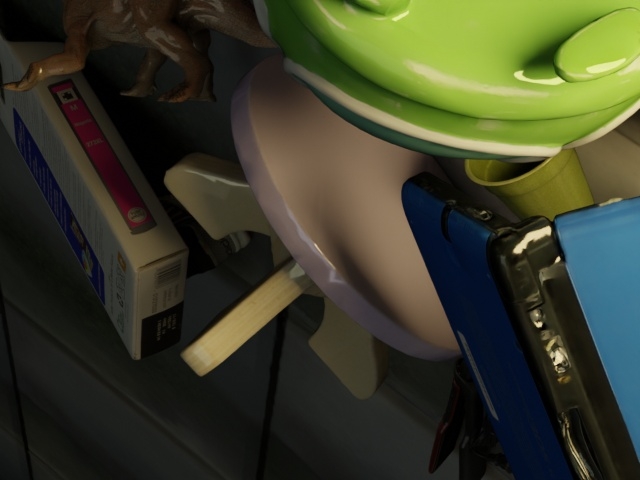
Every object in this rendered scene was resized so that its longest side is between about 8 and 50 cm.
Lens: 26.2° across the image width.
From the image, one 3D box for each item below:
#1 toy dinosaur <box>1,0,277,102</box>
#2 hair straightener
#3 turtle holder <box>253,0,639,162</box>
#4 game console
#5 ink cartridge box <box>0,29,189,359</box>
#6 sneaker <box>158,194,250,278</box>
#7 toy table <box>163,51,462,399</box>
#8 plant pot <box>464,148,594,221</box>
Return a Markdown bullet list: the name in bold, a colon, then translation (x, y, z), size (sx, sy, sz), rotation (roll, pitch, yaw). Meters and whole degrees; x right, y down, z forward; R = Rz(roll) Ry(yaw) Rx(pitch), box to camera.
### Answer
- **toy dinosaur**: translation (-0.153, -0.218, 1.145), size (0.296, 0.127, 0.200), rotation (7, 98, 27)
- **hair straightener**: translation (0.157, 0.173, 1.285), size (0.089, 0.047, 0.230), rotation (34, 144, 21)
- **turtle holder**: translation (0.116, -0.160, 0.783), size (0.227, 0.320, 0.243), rotation (110, 151, -71)
- **game console**: translation (0.208, 0.077, 0.850), size (0.293, 0.173, 0.250), rotation (66, 170, -22)
- **ink cartridge box**: translation (-0.248, -0.070, 1.423), size (0.371, 0.069, 0.175), rotation (55, 155, 25)
- **sneaker**: translation (-0.150, 0.000, 1.431), size (0.170, 0.075, 0.063), rotation (9, 133, 48)
- **toy table**: translation (0.000, 0.000, 1.105), size (0.161, 0.252, 0.274), rotation (-35, 87, 43)
- **plant pot**: translation (0.158, -0.044, 0.990), size (0.083, 0.083, 0.079), rotation (8, 144, 48)
